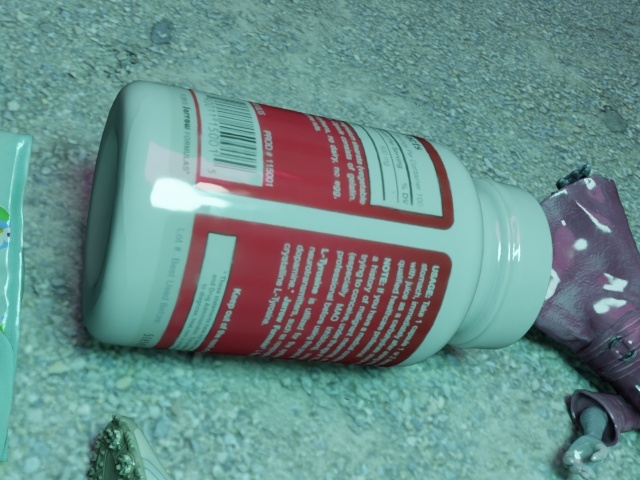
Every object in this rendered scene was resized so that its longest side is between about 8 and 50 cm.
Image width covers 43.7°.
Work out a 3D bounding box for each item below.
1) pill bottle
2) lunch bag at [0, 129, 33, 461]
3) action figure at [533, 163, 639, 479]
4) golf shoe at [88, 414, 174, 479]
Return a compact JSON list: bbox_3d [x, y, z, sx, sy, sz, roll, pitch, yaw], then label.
[{"bbox_3d":[0.000,0.000,0.751,0.408,0.229,0.229,9,46,-22],"label":"pill bottle"},{"bbox_3d":[-0.334,0.044,0.575,0.224,0.160,0.262,7,72,-27],"label":"lunch bag"},{"bbox_3d":[0.329,0.113,0.907,0.370,0.248,0.276,56,4,11],"label":"action figure"},{"bbox_3d":[-0.121,0.216,0.614,0.086,0.069,0.176,11,44,-48],"label":"golf shoe"}]
